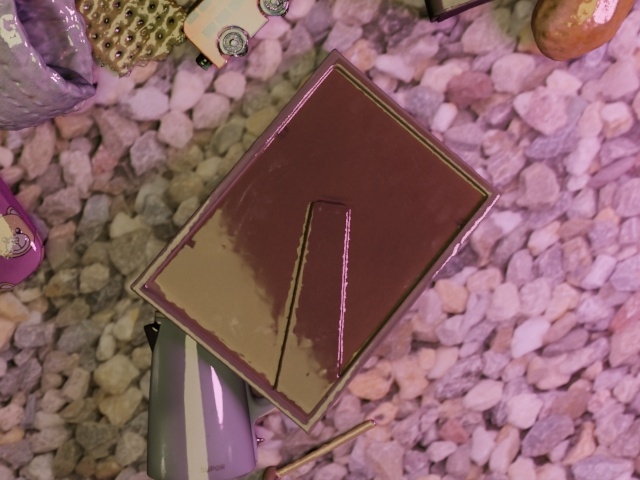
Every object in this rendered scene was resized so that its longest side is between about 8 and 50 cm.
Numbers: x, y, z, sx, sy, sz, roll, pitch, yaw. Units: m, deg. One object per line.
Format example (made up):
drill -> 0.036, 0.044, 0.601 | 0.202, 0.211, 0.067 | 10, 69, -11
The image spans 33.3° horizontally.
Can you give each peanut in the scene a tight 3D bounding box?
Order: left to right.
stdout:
peanut -> 0.364, -0.347, 1.439 | 0.129, 0.129, 0.224 | 21, 98, 0

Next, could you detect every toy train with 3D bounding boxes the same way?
toy train -> -0.115, -0.321, 1.493 | 0.188, 0.072, 0.099 | -44, 107, 6

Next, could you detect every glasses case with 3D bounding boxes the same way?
glasses case -> -0.530, -0.069, 1.567 | 0.123, 0.076, 0.316 | -35, 96, 9

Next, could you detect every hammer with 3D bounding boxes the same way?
hammer -> -0.003, 0.321, 1.614 | 0.195, 0.060, 0.028 | -30, 96, 4

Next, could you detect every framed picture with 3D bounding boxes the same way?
framed picture -> 0.000, 0.000, 1.510 | 0.326, 0.028, 0.446 | 41, 84, -4

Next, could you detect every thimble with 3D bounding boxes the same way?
thimble -> -0.415, -0.266, 1.455 | 0.172, 0.204, 0.250 | -13, 130, 18

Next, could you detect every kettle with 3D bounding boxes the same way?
kettle -> -0.151, 0.215, 1.566 | 0.211, 0.160, 0.243 | -2, 93, -14

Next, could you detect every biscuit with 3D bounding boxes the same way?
biscuit -> -0.295, -0.323, 1.540 | 0.203, 0.016, 0.144 | 38, 99, -2

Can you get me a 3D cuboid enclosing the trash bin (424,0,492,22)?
trash bin -> 0.168, -0.426, 1.424 | 0.122, 0.164, 0.240 | -19, 95, 6
